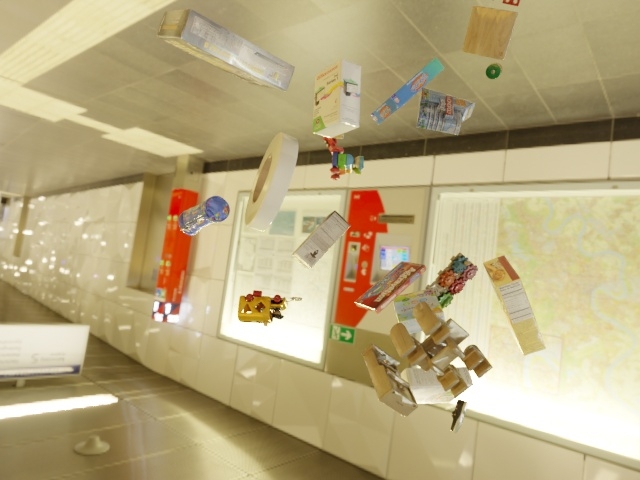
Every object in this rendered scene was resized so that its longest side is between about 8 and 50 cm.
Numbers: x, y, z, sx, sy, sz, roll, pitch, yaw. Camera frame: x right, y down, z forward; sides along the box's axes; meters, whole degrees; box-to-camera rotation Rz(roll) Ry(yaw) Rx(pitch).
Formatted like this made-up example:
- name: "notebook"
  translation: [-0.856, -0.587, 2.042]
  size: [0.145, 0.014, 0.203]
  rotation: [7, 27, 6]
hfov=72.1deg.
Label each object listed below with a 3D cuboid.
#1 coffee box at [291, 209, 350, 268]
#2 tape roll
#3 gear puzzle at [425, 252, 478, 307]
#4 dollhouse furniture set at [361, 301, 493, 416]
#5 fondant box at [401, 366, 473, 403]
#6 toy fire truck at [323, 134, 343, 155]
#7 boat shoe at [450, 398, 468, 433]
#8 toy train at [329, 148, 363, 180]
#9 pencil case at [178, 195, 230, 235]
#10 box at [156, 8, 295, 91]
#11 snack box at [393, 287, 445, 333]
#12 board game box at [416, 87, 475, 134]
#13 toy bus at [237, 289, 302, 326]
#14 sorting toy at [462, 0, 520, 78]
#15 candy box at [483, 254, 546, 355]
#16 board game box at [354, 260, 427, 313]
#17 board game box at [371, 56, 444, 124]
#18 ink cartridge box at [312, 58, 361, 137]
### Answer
- name: "coffee box"
  translation: [0.000, 0.000, 1.870]
  size: [0.098, 0.246, 0.141]
  rotation: [44, 167, -5]
- name: "tape roll"
  translation: [-0.194, -0.227, 1.701]
  size: [0.072, 0.391, 0.392]
  rotation: [19, 172, -19]
- name: "gear puzzle"
  translation: [0.531, 0.216, 1.871]
  size: [0.175, 0.339, 0.044]
  rotation: [35, -172, -34]
- name: "dollhouse furniture set"
  translation: [0.237, 0.273, 1.064]
  size: [0.212, 0.242, 0.161]
  rotation: [39, -166, -24]
- name: "fondant box"
  translation: [0.522, 0.699, 2.109]
  size: [0.331, 0.096, 0.238]
  rotation: [4, 140, -15]
- name: "toy fire truck"
  translation: [0.085, -0.567, 2.426]
  size: [0.047, 0.192, 0.135]
  rotation: [-9, 154, -50]
- name: "boat shoe"
  translation: [0.532, 0.682, 1.706]
  size: [0.042, 0.133, 0.049]
  rotation: [7, 145, 40]
- name: "toy train"
  translation: [0.119, -0.315, 1.942]
  size: [0.144, 0.105, 0.248]
  rotation: [4, 170, 5]
- name: "pencil case"
  translation: [-0.540, -0.108, 2.002]
  size: [0.306, 0.133, 0.119]
  rotation: [-17, 116, 46]
- name: "box"
  translation: [-0.193, -0.383, 0.896]
  size: [0.231, 0.056, 0.183]
  rotation: [15, -166, -38]
- name: "snack box"
  translation: [0.386, 0.279, 1.745]
  size: [0.175, 0.070, 0.207]
  rotation: [-14, -160, 6]
- name: "board game box"
  translation: [0.442, -0.454, 1.546]
  size: [0.194, 0.194, 0.060]
  rotation: [11, 136, 4]
- name: "toy bus"
  translation: [-0.195, 0.252, 1.564]
  size: [0.191, 0.104, 0.202]
  rotation: [20, 154, -36]
- name: "sorting toy"
  translation: [0.517, -0.642, 1.331]
  size: [0.132, 0.274, 0.046]
  rotation: [23, -136, 23]
- name: "candy box"
  translation: [0.701, 0.233, 1.592]
  size: [0.088, 0.316, 0.183]
  rotation: [-24, -160, 14]
- name: "board game box"
  translation: [0.278, 0.179, 1.742]
  size: [0.281, 0.027, 0.145]
  rotation: [-37, -158, -22]
- name: "board game box"
  translation: [0.273, -0.471, 1.396]
  size: [0.047, 0.210, 0.160]
  rotation: [48, 167, -8]
- name: "ink cartridge box"
  translation: [0.070, -0.616, 1.926]
  size: [0.117, 0.278, 0.201]
  rotation: [7, 173, -35]
